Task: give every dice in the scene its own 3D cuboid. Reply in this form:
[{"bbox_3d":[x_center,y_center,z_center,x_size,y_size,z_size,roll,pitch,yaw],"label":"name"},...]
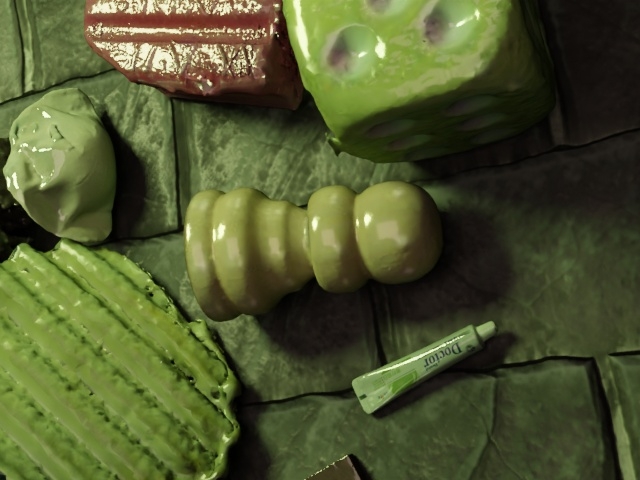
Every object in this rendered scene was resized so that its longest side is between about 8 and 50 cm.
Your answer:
[{"bbox_3d":[0.117,-0.239,1.063,0.254,0.252,0.250,-15,77,21],"label":"dice"}]

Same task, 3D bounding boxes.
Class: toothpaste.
[{"bbox_3d":[0.127,0.149,1.128,0.197,0.029,0.048,-31,73,18],"label":"toothpaste"}]

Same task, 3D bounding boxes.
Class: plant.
[{"bbox_3d":[-0.468,-0.041,1.317,0.131,0.142,0.203,-35,46,48],"label":"plant"}]

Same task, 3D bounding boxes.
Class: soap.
[{"bbox_3d":[-0.168,-0.292,1.246,0.324,0.127,0.220,9,86,23],"label":"soap"}]

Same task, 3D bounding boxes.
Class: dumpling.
[{"bbox_3d":[-0.362,-0.105,1.290,0.124,0.151,0.229,-34,63,51],"label":"dumpling"}]

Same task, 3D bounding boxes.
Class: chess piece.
[{"bbox_3d":[0.000,0.000,1.142,0.299,0.167,0.167,-8,80,13],"label":"chess piece"}]

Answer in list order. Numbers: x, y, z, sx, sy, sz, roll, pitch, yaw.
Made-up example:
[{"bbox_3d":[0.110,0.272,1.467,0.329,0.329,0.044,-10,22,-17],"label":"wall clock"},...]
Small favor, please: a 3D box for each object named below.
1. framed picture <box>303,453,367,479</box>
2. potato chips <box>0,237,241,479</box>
[{"bbox_3d":[-0.001,0.360,1.153,0.168,0.023,0.128,-34,73,14],"label":"framed picture"},{"bbox_3d":[-0.310,0.194,1.193,0.429,0.070,0.358,41,69,11],"label":"potato chips"}]
